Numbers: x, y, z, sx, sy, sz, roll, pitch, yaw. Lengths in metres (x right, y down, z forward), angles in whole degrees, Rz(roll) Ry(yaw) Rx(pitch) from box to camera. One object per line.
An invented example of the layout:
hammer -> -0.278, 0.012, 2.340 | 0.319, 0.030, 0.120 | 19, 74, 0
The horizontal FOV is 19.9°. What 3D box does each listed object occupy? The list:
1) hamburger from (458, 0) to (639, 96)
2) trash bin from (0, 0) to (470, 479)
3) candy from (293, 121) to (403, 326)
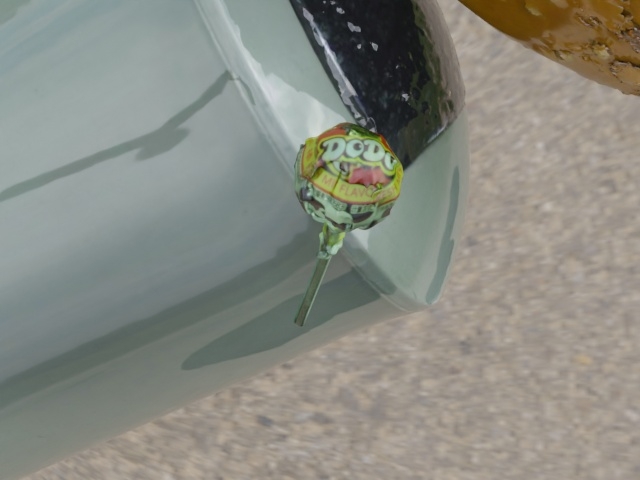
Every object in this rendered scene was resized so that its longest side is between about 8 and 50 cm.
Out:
hamburger -> 0.178, -0.184, 0.771 | 0.284, 0.304, 0.174 | 14, 61, -1
trash bin -> -0.136, -0.026, 0.924 | 0.432, 0.280, 0.280 | -27, 92, 13
candy -> 0.000, 0.000, 0.440 | 0.025, 0.083, 0.023 | -26, 70, -26
